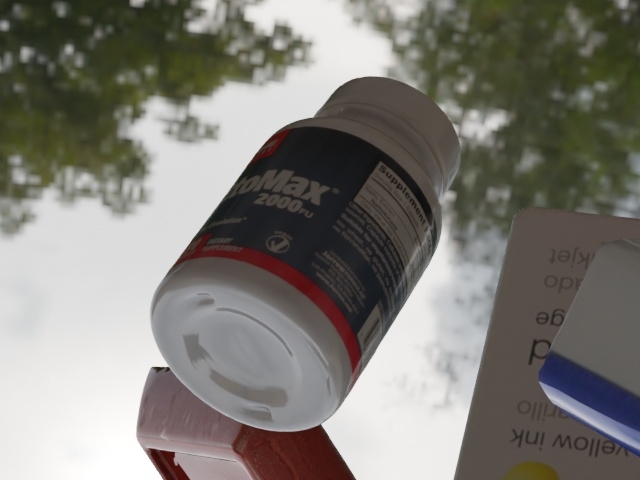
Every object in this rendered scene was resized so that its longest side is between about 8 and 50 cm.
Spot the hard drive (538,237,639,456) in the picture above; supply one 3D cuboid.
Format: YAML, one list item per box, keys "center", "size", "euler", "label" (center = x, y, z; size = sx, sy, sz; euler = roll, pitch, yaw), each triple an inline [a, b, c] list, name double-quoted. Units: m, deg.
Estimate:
- center: [0.215, 0.096, 0.333]
  size: [0.318, 0.040, 0.210]
  euler: [28, -176, 41]
  label: "hard drive"

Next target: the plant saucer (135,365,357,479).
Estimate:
- center: [-0.020, 0.201, 1.265]
  size: [0.047, 0.258, 0.259]
  euler: [-36, -169, -22]
  label: "plant saucer"

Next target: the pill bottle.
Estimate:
- center: [0.000, 0.000, 0.990]
  size: [0.108, 0.108, 0.180]
  euler: [19, -132, 17]
  label: "pill bottle"

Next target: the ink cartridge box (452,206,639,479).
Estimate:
- center: [0.173, 0.200, 0.703]
  size: [0.279, 0.160, 0.385]
  euler: [8, -121, 14]
  label: "ink cartridge box"
